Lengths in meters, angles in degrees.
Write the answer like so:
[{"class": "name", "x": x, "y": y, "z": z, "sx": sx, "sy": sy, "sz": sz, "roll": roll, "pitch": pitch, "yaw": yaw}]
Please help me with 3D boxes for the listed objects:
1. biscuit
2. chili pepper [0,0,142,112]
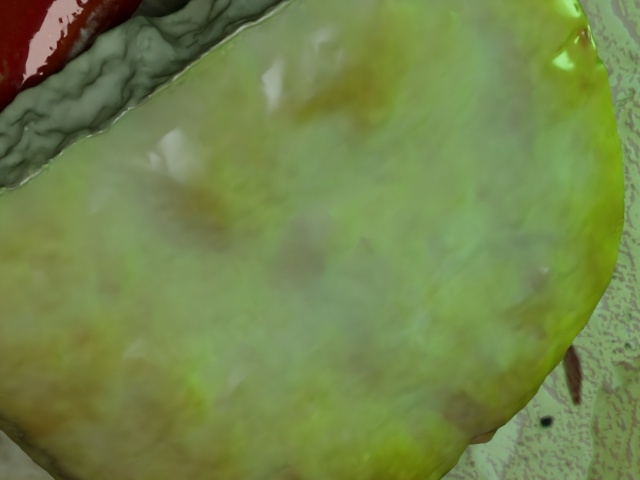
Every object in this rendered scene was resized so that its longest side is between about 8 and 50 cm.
[{"class": "biscuit", "x": -0.001, "y": 0.000, "z": 1.064, "sx": 0.429, "sy": 0.104, "sz": 0.446, "roll": -41, "pitch": 132, "yaw": -4}, {"class": "chili pepper", "x": -0.143, "y": -0.100, "z": 1.024, "sx": 0.137, "sy": 0.092, "sz": 0.368, "roll": 20, "pitch": 106, "yaw": -36}]
